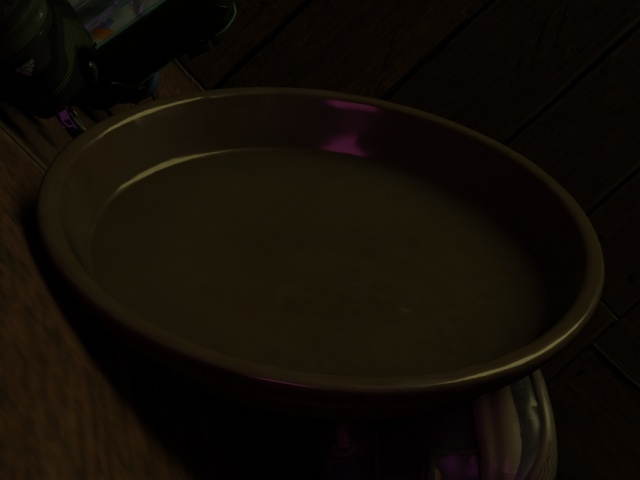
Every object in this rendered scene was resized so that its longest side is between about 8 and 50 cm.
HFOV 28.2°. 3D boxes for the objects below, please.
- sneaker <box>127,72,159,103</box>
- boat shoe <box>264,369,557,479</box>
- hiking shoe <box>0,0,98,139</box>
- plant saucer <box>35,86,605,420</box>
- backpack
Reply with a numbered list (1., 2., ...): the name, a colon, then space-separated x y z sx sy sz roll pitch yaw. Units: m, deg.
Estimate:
1. sneaker: -0.226 -0.216 1.195 0.232 0.081 0.090 48 9 8
2. boat shoe: 0.028 0.051 0.720 0.355 0.130 0.132 -109 -164 -66
3. hiking shoe: -0.197 -0.137 0.822 0.114 0.086 0.227 61 2 -30
4. plant saucer: 0.000 0.000 0.633 0.278 0.277 0.041 -128 -141 -49
5. backpack: -0.189 -0.227 1.062 0.188 0.166 0.144 47 -7 34
